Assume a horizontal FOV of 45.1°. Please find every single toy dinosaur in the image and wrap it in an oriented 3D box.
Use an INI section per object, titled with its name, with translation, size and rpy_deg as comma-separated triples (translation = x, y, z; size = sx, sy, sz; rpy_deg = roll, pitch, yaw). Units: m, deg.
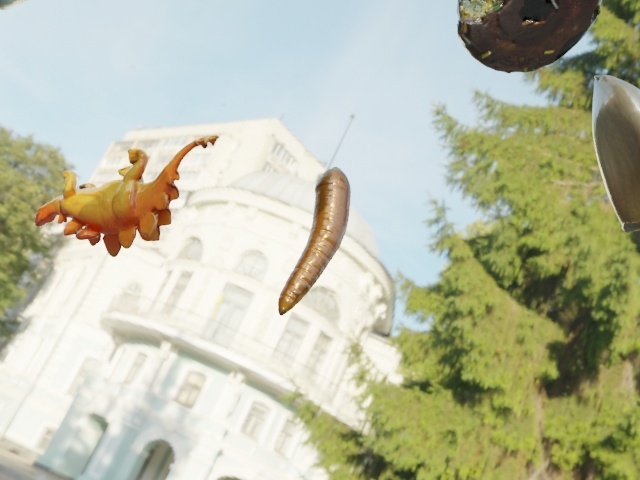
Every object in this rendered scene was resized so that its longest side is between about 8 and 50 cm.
[toy dinosaur]
translation = -0.232, -0.041, 0.913
size = 0.288, 0.117, 0.070
rpy_deg = -14, -17, 24

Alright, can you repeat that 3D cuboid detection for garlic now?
[garlic]
translation = 0.581, -0.167, 1.435
size = 0.112, 0.318, 0.143
rpy_deg = 3, -13, -22

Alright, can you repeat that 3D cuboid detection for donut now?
[donut]
translation = 0.330, -0.381, 1.223
size = 0.216, 0.096, 0.230
rpy_deg = 8, -50, -19

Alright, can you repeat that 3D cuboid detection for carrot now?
[carrot]
translation = 0.000, 0.000, 1.182
size = 0.062, 0.271, 0.066
rpy_deg = -3, -31, 33

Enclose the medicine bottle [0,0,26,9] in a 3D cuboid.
[medicine bottle]
translation = -0.189, -0.253, 0.541
size = 0.135, 0.168, 0.135
rpy_deg = 40, -29, 27
